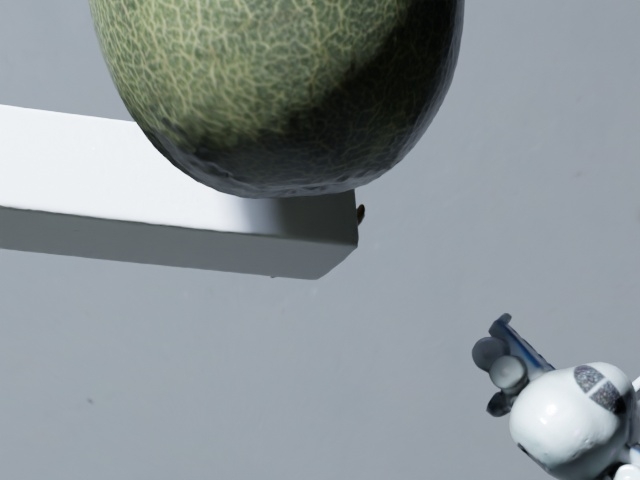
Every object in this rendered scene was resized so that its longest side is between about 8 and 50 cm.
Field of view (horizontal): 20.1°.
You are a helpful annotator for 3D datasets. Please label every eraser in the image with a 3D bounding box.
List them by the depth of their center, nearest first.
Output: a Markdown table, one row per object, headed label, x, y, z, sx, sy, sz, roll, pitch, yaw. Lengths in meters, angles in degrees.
| label | x | y | z | sx | sy | sz | roll | pitch | yaw |
| --- | --- | --- | --- | --- | --- | --- | --- | --- | --- |
| eraser | -0.124 | -0.033 | 1.255 | 0.298 | 0.076 | 0.078 | 7 | 66 | -25 |

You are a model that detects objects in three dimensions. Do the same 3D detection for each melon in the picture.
| label | x | y | z | sx | sy | sz | roll | pitch | yaw |
| --- | --- | --- | --- | --- | --- | --- | --- | --- | --- |
| melon | -0.029 | -0.178 | 1.123 | 0.237 | 0.237 | 0.301 | -9 | 86 | -4 |

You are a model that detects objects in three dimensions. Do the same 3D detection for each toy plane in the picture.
| label | x | y | z | sx | sy | sz | roll | pitch | yaw |
| --- | --- | --- | --- | --- | --- | --- | --- | --- | --- |
| toy plane | 0.258 | 0.169 | 1.720 | 0.267 | 0.267 | 0.122 | 37 | 104 | 3 |

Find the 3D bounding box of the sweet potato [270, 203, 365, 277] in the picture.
| label | x | y | z | sx | sy | sz | roll | pitch | yaw |
| --- | --- | --- | --- | --- | --- | --- | --- | --- | --- |
| sweet potato | 0.000 | 0.000 | 1.596 | 0.115 | 0.026 | 0.026 | -38 | 84 | 28 |
